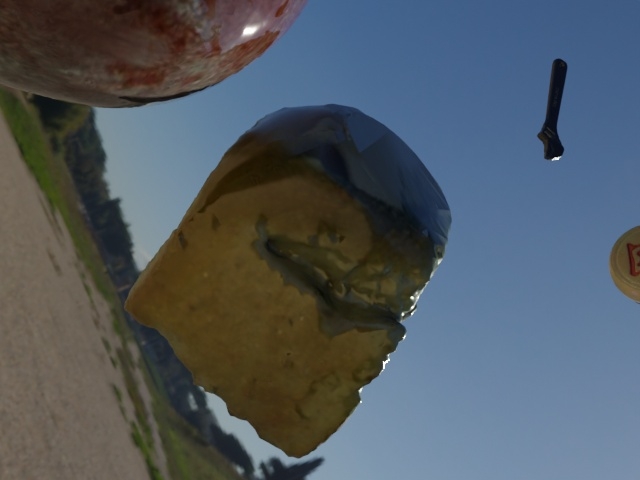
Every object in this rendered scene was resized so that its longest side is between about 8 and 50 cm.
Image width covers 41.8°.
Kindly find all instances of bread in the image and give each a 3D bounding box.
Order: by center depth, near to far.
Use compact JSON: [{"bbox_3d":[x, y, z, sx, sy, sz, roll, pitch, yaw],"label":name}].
[{"bbox_3d":[0.004,-0.006,0.867,0.239,0.264,0.395,40,22,-3],"label":"bread"}]

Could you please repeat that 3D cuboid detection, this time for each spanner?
[{"bbox_3d":[0.382,-0.215,1.363,0.012,0.046,0.208,130,-21,-59],"label":"spanner"}]

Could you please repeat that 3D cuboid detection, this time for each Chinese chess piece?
[{"bbox_3d":[0.477,0.033,1.204,0.122,0.122,0.051,53,1,42],"label":"Chinese chess piece"}]

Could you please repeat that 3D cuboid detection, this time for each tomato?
[{"bbox_3d":[-0.141,-0.235,0.509,0.282,0.316,0.317,-58,-135,23],"label":"tomato"}]
